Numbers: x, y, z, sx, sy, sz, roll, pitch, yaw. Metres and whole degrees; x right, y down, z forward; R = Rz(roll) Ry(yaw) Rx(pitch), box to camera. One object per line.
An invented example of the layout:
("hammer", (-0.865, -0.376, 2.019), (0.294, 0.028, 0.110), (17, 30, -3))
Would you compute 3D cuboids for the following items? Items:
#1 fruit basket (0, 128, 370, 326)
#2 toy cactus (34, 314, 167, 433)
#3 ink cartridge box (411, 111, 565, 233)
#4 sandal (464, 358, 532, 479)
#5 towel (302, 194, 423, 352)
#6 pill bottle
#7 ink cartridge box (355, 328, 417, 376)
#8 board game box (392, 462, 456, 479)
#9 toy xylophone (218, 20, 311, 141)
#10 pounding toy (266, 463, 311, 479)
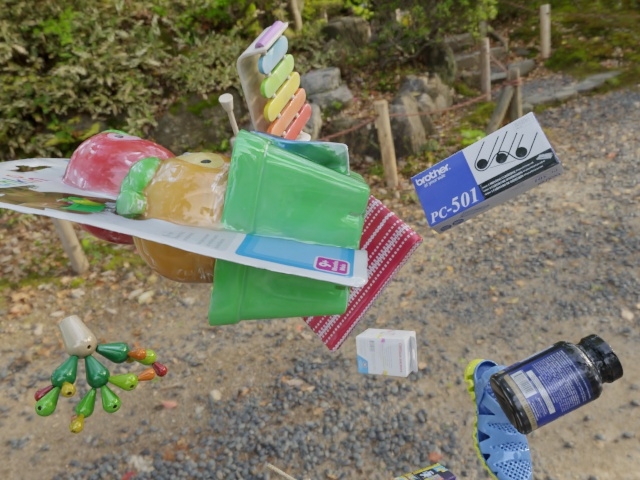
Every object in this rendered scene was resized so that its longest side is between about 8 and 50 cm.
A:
("fruit basket", (-0.129, -0.050, 0.483), (0.353, 0.165, 0.327), (17, 10, 0))
("toy cactus", (-0.389, 0.214, 0.875), (0.219, 0.180, 0.112), (-24, -16, -42))
("ink cartridge box", (0.254, -0.101, 0.795), (0.207, 0.097, 0.046), (-28, -28, 25))
("sandal", (0.443, 0.437, 1.259), (0.126, 0.138, 0.317), (-5, 63, -12))
("towel", (0.000, 0.000, 0.744), (0.031, 0.199, 0.275), (21, 18, -48))
("pill bottle", (0.451, 0.269, 0.982), (0.219, 0.123, 0.123), (-26, 23, 0))
("ink cartridge box", (0.170, 0.272, 1.247), (0.143, 0.092, 0.090), (-1, 4, 26))
("board game box", (0.172, 0.511, 0.937), (0.141, 0.170, 0.048), (6, 10, -41))
("toy xylophone", (-0.112, -0.300, 1.141), (0.081, 0.322, 0.236), (12, 61, 21))
("pounding toy", (-0.160, 0.760, 1.477), (0.270, 0.154, 0.155), (-1, 17, -10))
